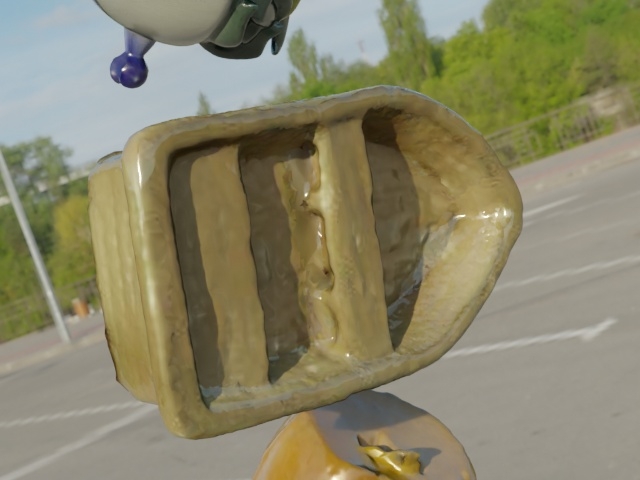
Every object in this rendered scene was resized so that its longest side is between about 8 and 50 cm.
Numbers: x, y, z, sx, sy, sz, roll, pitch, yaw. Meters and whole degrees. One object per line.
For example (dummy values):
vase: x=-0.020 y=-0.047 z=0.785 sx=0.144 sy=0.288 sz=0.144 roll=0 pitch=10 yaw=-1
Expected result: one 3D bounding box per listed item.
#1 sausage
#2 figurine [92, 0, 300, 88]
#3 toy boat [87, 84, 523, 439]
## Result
sausage: x=-0.017 y=0.229 z=0.527 sx=0.112 sy=0.328 sz=0.112 roll=17 pitch=22 yaw=-7
figurine: x=-0.089 y=-0.295 z=0.662 sx=0.186 sy=0.382 sz=0.261 roll=-9 pitch=30 yaw=-13
toy boat: x=0.000 y=0.000 z=0.408 sx=0.188 sy=0.116 sz=0.061 roll=-12 pitch=8 yaw=-38
